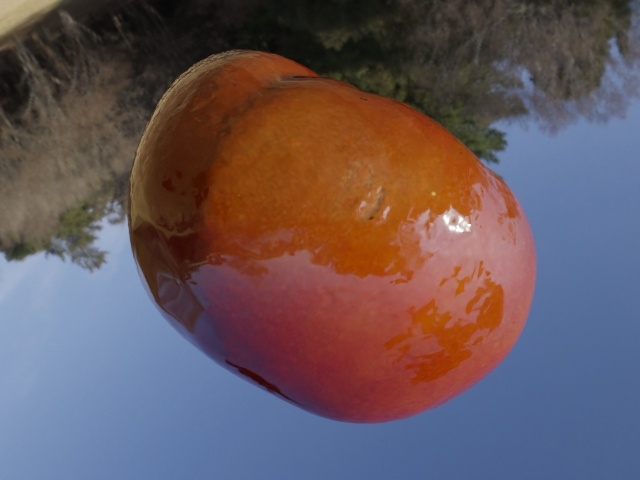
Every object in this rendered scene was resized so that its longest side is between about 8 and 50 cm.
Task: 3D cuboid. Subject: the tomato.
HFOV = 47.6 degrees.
[{"bbox_3d":[-0.001,-0.001,0.447,0.180,0.259,0.260,-55,-156,5],"label":"tomato"}]
